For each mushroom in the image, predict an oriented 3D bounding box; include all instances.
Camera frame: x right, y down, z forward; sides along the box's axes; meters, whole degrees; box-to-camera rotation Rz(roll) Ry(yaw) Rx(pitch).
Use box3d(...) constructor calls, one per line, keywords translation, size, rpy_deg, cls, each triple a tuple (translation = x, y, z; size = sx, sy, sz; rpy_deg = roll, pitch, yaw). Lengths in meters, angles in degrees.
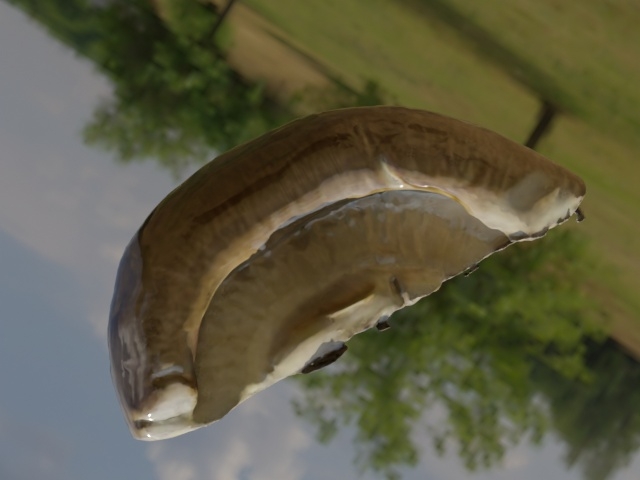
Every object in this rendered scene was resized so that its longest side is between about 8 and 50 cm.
box3d(translation=(0.000, -0.001, 0.744), size=(0.094, 0.210, 0.072), rpy_deg=(65, 170, -26), cls="mushroom")
